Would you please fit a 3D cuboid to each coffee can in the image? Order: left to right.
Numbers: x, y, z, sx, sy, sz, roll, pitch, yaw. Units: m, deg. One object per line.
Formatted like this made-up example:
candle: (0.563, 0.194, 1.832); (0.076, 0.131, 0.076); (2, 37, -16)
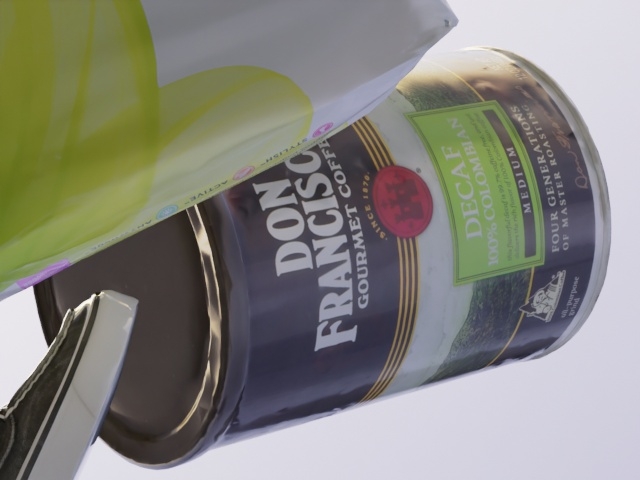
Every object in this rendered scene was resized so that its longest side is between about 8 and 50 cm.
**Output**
coffee can: (0.000, 0.000, 0.966); (0.275, 0.202, 0.201); (-12, -164, -37)

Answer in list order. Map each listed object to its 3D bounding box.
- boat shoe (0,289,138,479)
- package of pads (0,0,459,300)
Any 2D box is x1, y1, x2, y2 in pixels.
boat shoe: (-0.146, 0.108, 0.730); (0.078, 0.070, 0.219); (119, -5, -62)
package of pads: (-0.128, -0.092, 0.558); (0.296, 0.229, 0.101); (-29, -171, -6)
